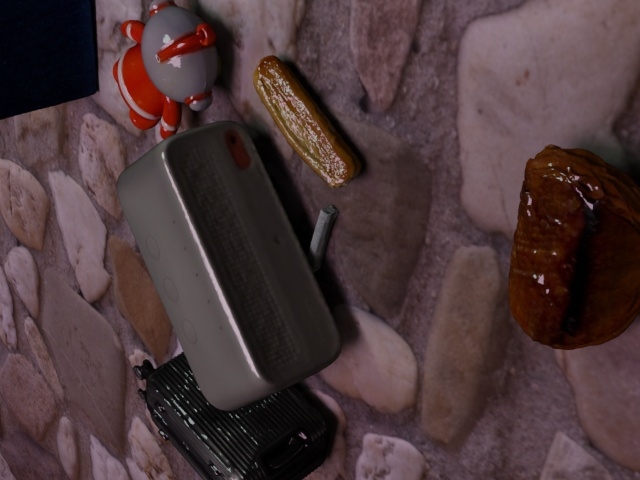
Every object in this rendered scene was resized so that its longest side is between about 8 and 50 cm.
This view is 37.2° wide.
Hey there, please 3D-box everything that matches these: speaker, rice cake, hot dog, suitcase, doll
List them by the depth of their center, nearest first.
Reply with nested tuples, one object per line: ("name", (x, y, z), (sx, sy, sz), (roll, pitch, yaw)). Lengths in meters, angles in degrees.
("hot dog", (0.260, 0.009, 0.973), (0.160, 0.099, 0.227), (38, 136, 33))
("hot dog", (-0.021, -0.156, 1.277), (0.066, 0.047, 0.215), (-42, 73, 14))
("rice cake", (0.000, 0.000, 1.355), (0.021, 0.022, 0.121), (45, 139, 28))
("speaker", (-0.131, 0.035, 1.393), (0.184, 0.183, 0.406), (-27, 86, 60))
("doll", (-0.231, -0.266, 1.443), (0.336, 0.105, 0.200), (-18, 94, 61))
("suitcase", (-0.143, 0.282, 1.540), (0.312, 0.202, 0.128), (40, 146, 31))

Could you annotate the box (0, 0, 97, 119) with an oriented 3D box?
("box", (-0.521, -0.362, 1.606), (0.116, 0.261, 0.279), (38, 135, 36))
